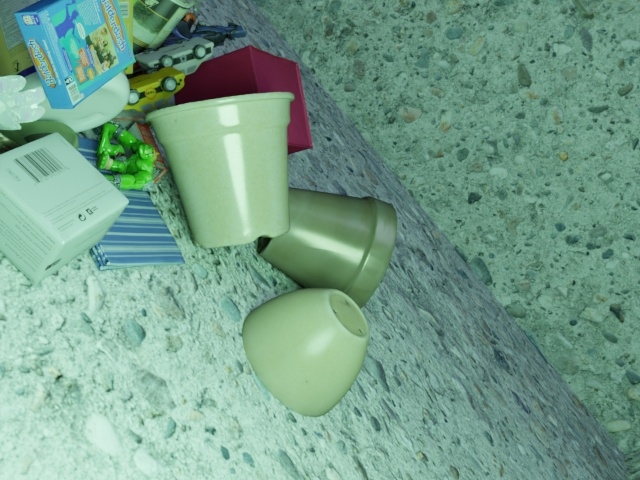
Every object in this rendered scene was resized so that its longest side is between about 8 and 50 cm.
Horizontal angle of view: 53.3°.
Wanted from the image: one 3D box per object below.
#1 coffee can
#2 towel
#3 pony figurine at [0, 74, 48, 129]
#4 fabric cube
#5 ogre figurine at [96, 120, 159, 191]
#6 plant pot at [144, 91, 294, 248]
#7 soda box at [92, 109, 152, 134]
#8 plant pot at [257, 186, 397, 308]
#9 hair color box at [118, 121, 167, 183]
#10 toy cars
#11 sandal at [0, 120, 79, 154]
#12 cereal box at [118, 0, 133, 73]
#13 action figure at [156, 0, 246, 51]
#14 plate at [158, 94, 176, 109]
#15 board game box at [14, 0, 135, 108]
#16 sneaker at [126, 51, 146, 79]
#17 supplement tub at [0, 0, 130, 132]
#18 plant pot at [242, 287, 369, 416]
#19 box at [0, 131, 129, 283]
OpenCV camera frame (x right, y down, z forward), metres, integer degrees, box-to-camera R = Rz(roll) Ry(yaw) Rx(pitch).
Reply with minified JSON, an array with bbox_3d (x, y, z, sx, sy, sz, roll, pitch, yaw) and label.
[{"bbox_3d":[-0.495,-0.598,1.693,0.201,0.275,0.202,39,24,-21],"label":"coffee can"},{"bbox_3d":[-0.435,-0.081,1.310,0.336,0.040,0.243,57,22,15],"label":"towel"},{"bbox_3d":[-0.641,-0.309,0.957,0.363,0.350,0.303,-56,145,-73],"label":"pony figurine"},{"bbox_3d":[-0.208,-0.348,1.728,0.259,0.258,0.254,-6,87,-62],"label":"fabric cube"},{"bbox_3d":[-0.407,-0.169,1.339,0.118,0.097,0.197,16,21,-29],"label":"ogre figurine"},{"bbox_3d":[-0.198,-0.151,1.432,0.334,0.333,0.306,-27,109,-67],"label":"plant pot"},{"bbox_3d":[-0.474,-0.292,1.522,0.058,0.063,0.183,51,22,8],"label":"soda box"},{"bbox_3d":[0.000,0.000,1.656,0.280,0.323,0.323,22,31,-18],"label":"plant pot"},{"bbox_3d":[-0.412,-0.197,1.473,0.043,0.072,0.141,16,40,-54],"label":"hair color box"},{"bbox_3d":[-0.381,-0.389,1.535,0.394,0.176,0.087,-73,161,-52],"label":"toy cars"},{"bbox_3d":[-0.562,-0.182,1.127,0.120,0.086,0.302,51,37,6],"label":"sandal"},{"bbox_3d":[-0.501,-0.495,1.423,0.047,0.173,0.240,-23,48,-40],"label":"cereal box"},{"bbox_3d":[-0.408,-0.613,1.976,0.340,0.179,0.330,-5,54,-14],"label":"action figure"},{"bbox_3d":[-0.368,-0.378,1.873,0.277,0.045,0.278,16,39,-53],"label":"plate"},{"bbox_3d":[-0.406,-0.340,1.082,0.210,0.047,0.160,-63,152,-50],"label":"board game box"},{"bbox_3d":[-0.501,-0.427,1.632,0.299,0.111,0.121,-12,97,-73],"label":"sneaker"},{"bbox_3d":[-0.538,-0.405,1.269,0.241,0.240,0.332,-3,70,-62],"label":"supplement tub"},{"bbox_3d":[-0.004,0.213,1.406,0.284,0.191,0.284,38,25,-21],"label":"plant pot"},{"bbox_3d":[-0.460,-0.059,1.070,0.182,0.119,0.181,44,32,-4],"label":"box"}]
